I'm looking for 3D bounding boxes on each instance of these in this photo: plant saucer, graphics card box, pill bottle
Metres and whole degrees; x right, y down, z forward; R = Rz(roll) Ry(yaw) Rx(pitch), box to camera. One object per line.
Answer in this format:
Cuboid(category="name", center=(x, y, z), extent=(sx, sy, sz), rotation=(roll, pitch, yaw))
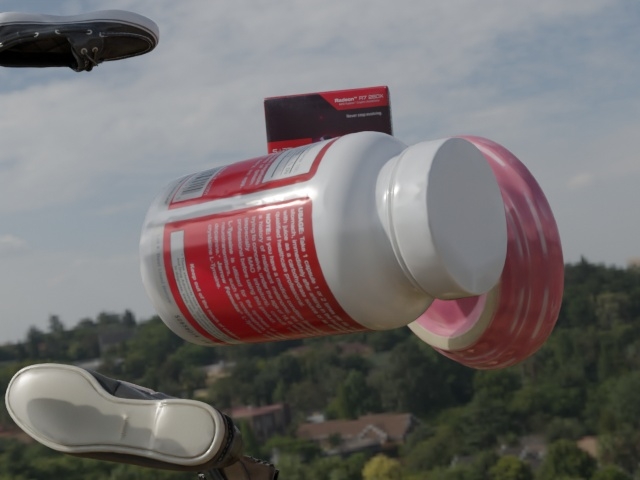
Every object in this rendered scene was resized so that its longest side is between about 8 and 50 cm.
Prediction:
Cuboid(category="plant saucer", center=(0.188, 0.022, 1.422), extent=(0.084, 0.332, 0.332), rotation=(-12, -1, -34))
Cuboid(category="graphics card box", center=(0.027, -0.086, 1.862), extent=(0.233, 0.371, 0.094), rotation=(-4, -2, 5))
Cuboid(category="pill bottle", center=(0.000, 0.000, 1.214), extent=(0.408, 0.229, 0.229), rotation=(-9, -4, 37))

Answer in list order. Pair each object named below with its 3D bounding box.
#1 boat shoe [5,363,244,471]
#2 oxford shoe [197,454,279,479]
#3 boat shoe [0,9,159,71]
Cuboid(category="boat shoe", center=(-0.253, 0.238, 1.321), extent=(0.335, 0.112, 0.095), rotation=(8, -21, 25))
Cuboid(category="oxford shoe", center=(-0.111, 0.339, 1.449), extent=(0.096, 0.227, 0.083), rotation=(-24, -40, -26))
Cuboid(category="boat shoe", center=(-0.331, -0.261, 1.381), extent=(0.228, 0.076, 0.080), rotation=(1, -32, -15))
